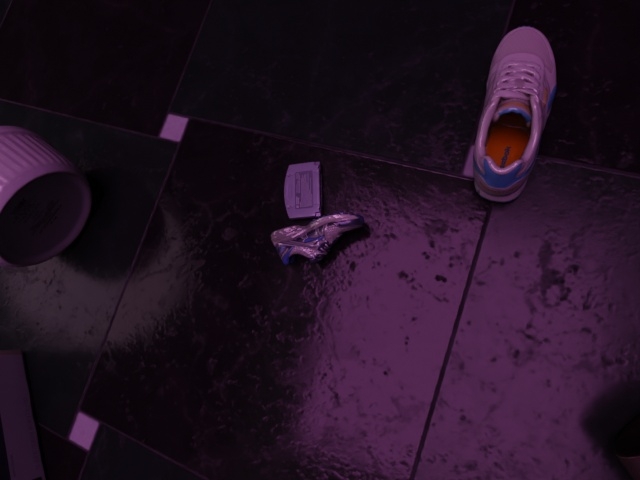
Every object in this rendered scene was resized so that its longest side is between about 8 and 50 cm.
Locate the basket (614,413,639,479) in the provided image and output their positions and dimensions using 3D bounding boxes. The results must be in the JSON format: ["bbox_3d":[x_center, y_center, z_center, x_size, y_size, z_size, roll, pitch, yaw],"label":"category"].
[{"bbox_3d":[0.401,0.245,0.372,0.204,0.154,0.227,-41,67,4],"label":"basket"}]

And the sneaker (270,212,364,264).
[{"bbox_3d":[0.000,0.000,0.600,0.135,0.052,0.058,-16,84,20],"label":"sneaker"}]

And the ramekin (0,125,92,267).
[{"bbox_3d":[-0.458,-0.056,0.668,0.109,0.207,0.207,30,88,11],"label":"ramekin"}]

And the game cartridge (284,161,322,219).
[{"bbox_3d":[-0.025,-0.072,0.636,0.055,0.017,0.084,-3,77,12],"label":"game cartridge"}]

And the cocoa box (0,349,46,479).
[{"bbox_3d":[-0.562,0.354,0.591,0.231,0.228,0.347,-26,72,10],"label":"cocoa box"}]

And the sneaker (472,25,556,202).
[{"bbox_3d":[0.243,-0.167,0.536,0.087,0.092,0.229,8,79,20],"label":"sneaker"}]
